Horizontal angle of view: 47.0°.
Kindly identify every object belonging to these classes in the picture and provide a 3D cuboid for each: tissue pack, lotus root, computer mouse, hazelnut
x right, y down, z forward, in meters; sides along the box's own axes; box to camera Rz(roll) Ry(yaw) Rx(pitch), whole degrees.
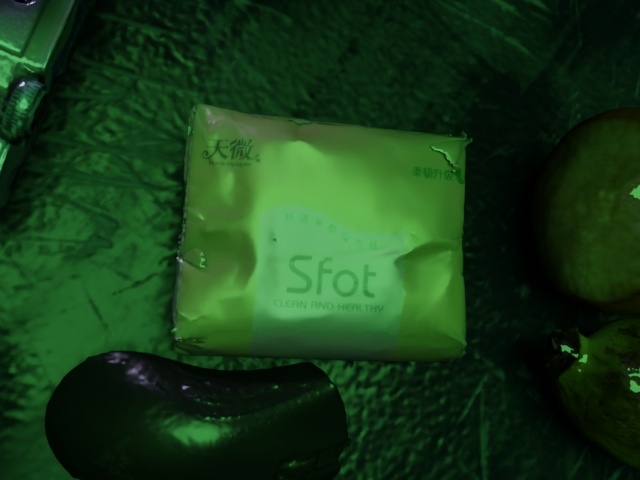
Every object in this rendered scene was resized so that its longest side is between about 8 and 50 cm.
[{"bbox_3d":[0.000,0.000,0.669,0.256,0.123,0.215,3,82,-8],"label":"tissue pack"},{"bbox_3d":[0.326,0.152,0.727,0.260,0.128,0.145,25,114,-14],"label":"lotus root"},{"bbox_3d":[-0.092,0.175,0.613,0.264,0.088,0.147,4,110,-18],"label":"computer mouse"},{"bbox_3d":[0.310,-0.030,0.741,0.214,0.176,0.215,-19,119,-39],"label":"hazelnut"}]

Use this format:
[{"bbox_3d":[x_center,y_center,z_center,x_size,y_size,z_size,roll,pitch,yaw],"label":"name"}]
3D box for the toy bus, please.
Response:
[{"bbox_3d":[-0.252,-0.184,0.617,0.109,0.136,0.330,21,76,-13],"label":"toy bus"}]
